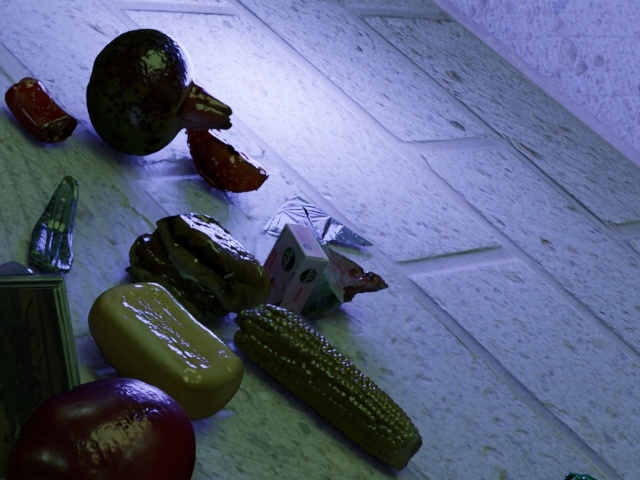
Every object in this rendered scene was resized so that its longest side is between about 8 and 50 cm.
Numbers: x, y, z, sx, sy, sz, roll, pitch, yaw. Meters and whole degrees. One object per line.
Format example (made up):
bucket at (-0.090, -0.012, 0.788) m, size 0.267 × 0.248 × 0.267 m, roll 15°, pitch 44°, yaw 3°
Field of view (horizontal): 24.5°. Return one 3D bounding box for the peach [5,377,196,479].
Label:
peach at (-0.217, 0.235, 1.643) m, size 0.154 × 0.159 × 0.267 m, roll 11°, pitch 11°, yaw 31°

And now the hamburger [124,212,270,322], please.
hamburger at (-0.169, 0.030, 2.148) m, size 0.183 × 0.130 × 0.206 m, roll 41°, pitch 25°, yaw 17°

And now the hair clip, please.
hair clip at (-0.377, -0.018, 2.118) m, size 0.066 × 0.036 × 0.229 m, roll 18°, pitch 34°, yaw -13°

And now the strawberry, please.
strawberry at (-0.170, -0.136, 2.516) m, size 0.188 × 0.082 × 0.121 m, roll 39°, pitch 6°, yaw 38°

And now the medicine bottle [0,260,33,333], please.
medicine bottle at (-0.406, 0.109, 1.761) m, size 0.094 × 0.119 × 0.188 m, roll 36°, pitch 26°, yaw 12°

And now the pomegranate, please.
pomegranate at (-0.260, -0.234, 2.422) m, size 0.247 × 0.214 × 0.214 m, roll 19°, pitch 25°, yaw 5°

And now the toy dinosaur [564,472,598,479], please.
toy dinosaur at (0.426, 0.389, 2.205) m, size 0.132 × 0.059 × 0.096 m, roll 23°, pitch 20°, yaw 4°

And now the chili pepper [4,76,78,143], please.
chili pepper at (-0.449, -0.207, 2.351) m, size 0.123 × 0.073 × 0.070 m, roll 46°, pitch -12°, yaw 26°

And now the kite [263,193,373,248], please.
kite at (0.001, -0.001, 2.510) m, size 0.229 × 0.012 × 0.250 m, roll 5°, pitch 36°, yaw -36°

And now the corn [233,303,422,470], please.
corn at (0.009, 0.199, 2.072) m, size 0.320 × 0.097 × 0.097 m, roll 39°, pitch 27°, yaw 14°

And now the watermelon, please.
watermelon at (0.013, 0.062, 2.322) m, size 0.158 × 0.098 × 0.121 m, roll -18°, pitch 67°, yaw -52°

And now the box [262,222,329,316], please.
box at (-0.046, 0.048, 2.241) m, size 0.043 × 0.125 × 0.089 m, roll 9°, pitch 31°, yaw -34°

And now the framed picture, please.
framed picture at (-0.349, 0.160, 1.685) m, size 0.197 × 0.014 × 0.252 m, roll 0°, pitch 75°, yaw -46°

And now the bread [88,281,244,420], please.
bread at (-0.207, 0.149, 1.921) m, size 0.217 × 0.098 × 0.147 m, roll 41°, pitch 29°, yaw 27°
